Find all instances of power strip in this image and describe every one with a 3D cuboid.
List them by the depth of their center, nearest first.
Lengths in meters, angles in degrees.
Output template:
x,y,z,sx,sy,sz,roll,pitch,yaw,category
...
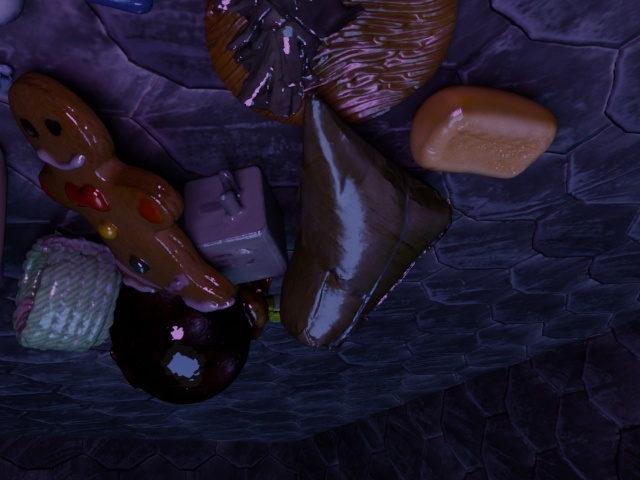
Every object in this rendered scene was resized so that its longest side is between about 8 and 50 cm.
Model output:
x,y,z,sx,sy,sz,roll,pitch,yaw,category
-0.149,-0.033,0.919,0.140,0.139,0.224,-11,150,7,power strip

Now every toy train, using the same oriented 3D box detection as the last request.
x,y,z,sx,sy,sz,roll,pitch,yaw,category
-0.210,0.173,1.348,0.249,0.053,0.085,-1,141,-12,toy train

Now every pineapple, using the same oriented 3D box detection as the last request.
x,y,z,sx,sy,sz,roll,pitch,yaw,category
-0.034,-0.261,0.492,0.141,0.170,0.310,-39,152,-36,pineapple

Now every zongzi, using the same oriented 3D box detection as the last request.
x,y,z,sx,sy,sz,roll,pitch,yaw,category
0.000,0.000,0.861,0.356,0.174,0.393,-54,142,8,zongzi

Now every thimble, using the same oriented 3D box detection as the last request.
x,y,z,sx,sy,sz,roll,pitch,yaw,category
-0.459,0.093,0.997,0.150,0.219,0.219,15,143,-37,thimble

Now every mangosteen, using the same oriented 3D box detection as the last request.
x,y,z,sx,sy,sz,roll,pitch,yaw,category
-0.250,0.162,1.106,0.347,0.307,0.307,-32,157,-21,mangosteen

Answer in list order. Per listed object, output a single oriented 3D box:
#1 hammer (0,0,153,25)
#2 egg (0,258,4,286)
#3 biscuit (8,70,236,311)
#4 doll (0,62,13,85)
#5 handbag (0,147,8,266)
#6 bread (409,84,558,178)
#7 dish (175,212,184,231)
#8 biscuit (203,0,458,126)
x,y,z,sx,sy,sz,roll,pitch,yaw,category
-0.274,-0.269,0.564,0.193,0.070,0.116,3,148,-27,hammer
-0.631,0.027,0.853,0.196,0.196,0.271,-15,148,12,egg
-0.309,-0.043,0.798,0.283,0.064,0.432,11,143,29,biscuit
-0.474,-0.190,0.653,0.179,0.120,0.075,-4,108,20,doll
-0.532,-0.011,0.689,0.241,0.315,0.109,8,144,-27,handbag
0.241,-0.169,0.822,0.217,0.098,0.147,5,147,-26,bread
-0.235,-0.022,1.003,0.039,0.091,0.137,-54,151,-8,dish
0.016,-0.253,0.682,0.317,0.040,0.318,-6,151,-3,biscuit
